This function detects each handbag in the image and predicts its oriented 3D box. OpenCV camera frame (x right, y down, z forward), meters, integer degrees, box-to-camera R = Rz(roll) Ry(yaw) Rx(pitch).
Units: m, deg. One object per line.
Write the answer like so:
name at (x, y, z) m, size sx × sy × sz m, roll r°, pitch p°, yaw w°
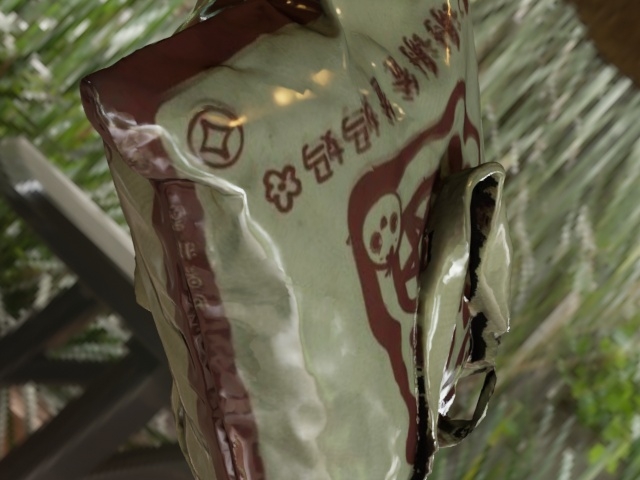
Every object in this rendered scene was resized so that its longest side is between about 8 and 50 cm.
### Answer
handbag at (0.000, 0.000, 0.518) m, size 0.127 × 0.213 × 0.235 m, roll 8°, pitch -55°, yaw 22°
